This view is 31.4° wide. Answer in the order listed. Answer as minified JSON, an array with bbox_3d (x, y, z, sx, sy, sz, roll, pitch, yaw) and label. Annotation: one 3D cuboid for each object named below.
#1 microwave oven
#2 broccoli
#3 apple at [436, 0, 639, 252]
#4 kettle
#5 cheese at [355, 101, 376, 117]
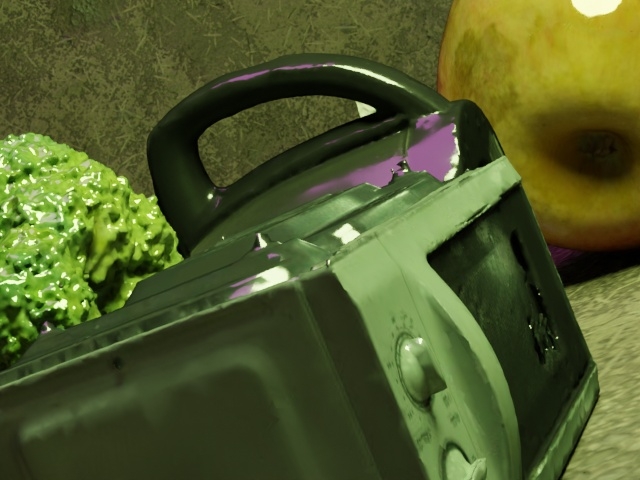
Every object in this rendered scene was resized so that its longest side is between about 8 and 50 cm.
[{"bbox_3d":[0.000,0.075,0.605,0.237,0.181,0.295,-20,4,25],"label":"microwave oven"},{"bbox_3d":[-0.161,0.074,0.731,0.186,0.302,0.254,2,-38,-12],"label":"broccoli"},{"bbox_3d":[0.284,-0.161,1.087,0.364,0.364,0.364,-23,3,1],"label":"apple"},{"bbox_3d":[0.003,0.017,0.845,0.271,0.251,0.207,-16,49,21],"label":"kettle"},{"bbox_3d":[0.092,-0.035,1.154,0.127,0.255,0.050,-14,5,27],"label":"cheese"}]
